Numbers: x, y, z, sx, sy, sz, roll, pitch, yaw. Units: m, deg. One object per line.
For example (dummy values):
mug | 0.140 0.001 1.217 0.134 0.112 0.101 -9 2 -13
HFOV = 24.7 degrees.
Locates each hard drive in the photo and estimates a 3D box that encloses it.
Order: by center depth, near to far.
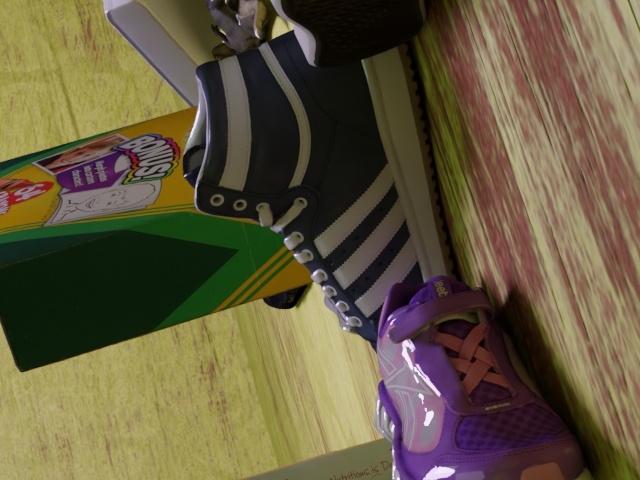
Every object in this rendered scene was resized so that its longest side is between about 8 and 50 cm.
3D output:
hard drive | -0.188 -0.337 1.650 0.233 0.047 0.353 46 -153 -55

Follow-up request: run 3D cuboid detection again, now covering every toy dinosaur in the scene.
toy dinosaur | -0.090 -0.241 1.494 0.118 0.064 0.268 60 174 -2

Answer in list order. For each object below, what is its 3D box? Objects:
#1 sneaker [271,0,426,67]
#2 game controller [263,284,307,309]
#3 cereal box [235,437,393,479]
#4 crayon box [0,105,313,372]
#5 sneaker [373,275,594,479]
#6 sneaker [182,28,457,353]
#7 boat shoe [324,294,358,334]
sneaker | 0.006 -0.176 0.735 0.290 0.106 0.123 126 126 -82
game controller | -0.063 -0.003 1.821 0.166 0.067 0.319 60 171 5
cereal box | 0.033 0.293 1.203 0.047 0.173 0.240 97 158 -73
crayon box | -0.150 -0.030 1.373 0.363 0.313 0.106 -126 19 -69
sneaker | 0.076 0.078 0.800 0.236 0.095 0.104 -131 35 -76
sneaker | 0.000 0.000 0.941 0.099 0.153 0.282 -126 22 -72
boat shoe | 0.027 0.054 1.329 0.100 0.035 0.035 -116 40 -72
